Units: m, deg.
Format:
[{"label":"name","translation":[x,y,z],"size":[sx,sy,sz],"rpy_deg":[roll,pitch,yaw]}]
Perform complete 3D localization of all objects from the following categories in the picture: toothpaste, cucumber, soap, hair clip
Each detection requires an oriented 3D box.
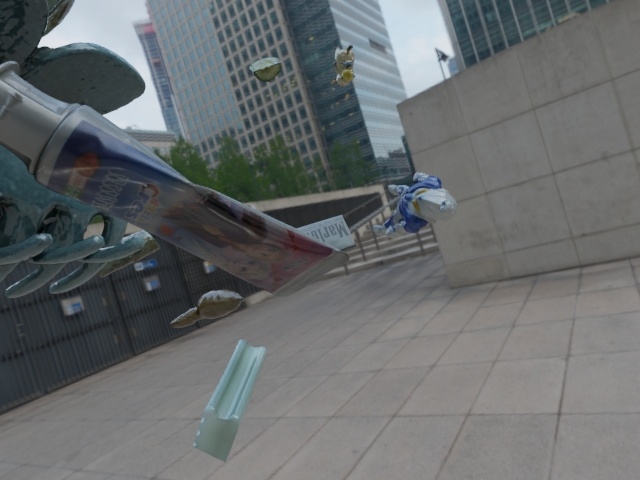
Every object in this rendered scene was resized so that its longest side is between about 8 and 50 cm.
[{"label":"toothpaste","translation":[-0.106,-0.026,0.332],"size":[0.266,0.061,0.096],"rpy_deg":[31,-42,-25]},{"label":"cucumber","translation":[-0.121,-0.381,0.990],"size":[0.067,0.035,0.107],"rpy_deg":[-21,34,0]},{"label":"soap","translation":[-0.164,0.292,0.828],"size":[0.067,0.118,0.198],"rpy_deg":[19,23,0]},{"label":"hair clip","translation":[-0.350,-0.071,0.446],"size":[0.393,0.238,0.318],"rpy_deg":[-22,-9,16]}]

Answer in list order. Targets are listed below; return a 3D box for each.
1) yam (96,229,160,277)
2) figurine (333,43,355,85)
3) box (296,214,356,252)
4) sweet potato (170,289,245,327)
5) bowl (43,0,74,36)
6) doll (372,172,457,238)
[{"label":"yam","translation":[-0.526,0.031,1.194],"size":[0.179,0.078,0.078],"rpy_deg":[-30,8,-35]},{"label":"figurine","translation":[0.055,-0.375,0.956],"size":[0.047,0.083,0.050],"rpy_deg":[-8,21,-10]},{"label":"box","translation":[0.000,0.000,1.262],"size":[0.178,0.115,0.035],"rpy_deg":[-18,-29,-9]},{"label":"sweet potato","translation":[-0.293,0.174,1.173],"size":[0.270,0.074,0.075],"rpy_deg":[-23,-3,28]},{"label":"bowl","translation":[-0.509,-0.410,0.680],"size":[0.338,0.336,0.157],"rpy_deg":[-17,-5,-10]},{"label":"doll","translation":[0.139,-0.056,0.661],"size":[0.057,0.113,0.227],"rpy_deg":[28,-5,-13]}]
